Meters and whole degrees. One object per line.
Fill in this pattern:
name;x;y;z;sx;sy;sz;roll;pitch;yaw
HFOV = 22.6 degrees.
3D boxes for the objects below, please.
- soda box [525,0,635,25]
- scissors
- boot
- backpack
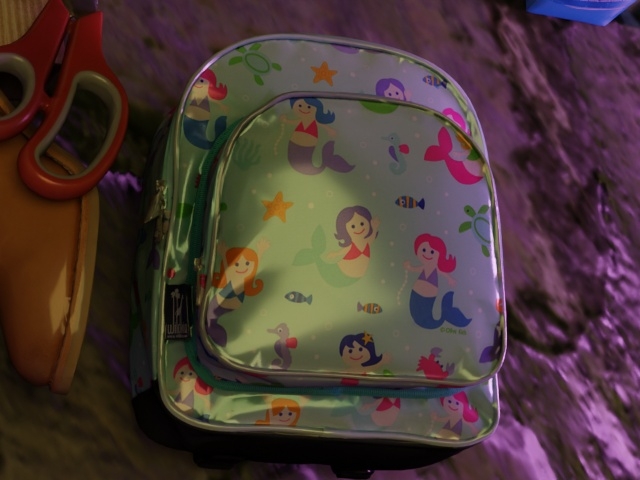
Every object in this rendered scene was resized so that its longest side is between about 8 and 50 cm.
soda box;0.209;-0.218;1.071;0.067;0.210;0.071;7;73;-16
scissors;-0.142;-0.140;0.982;0.109;0.021;0.297;27;45;-8
boot;-0.249;-0.039;0.923;0.220;0.109;0.283;-2;71;-25
backpack;0.000;0.000;0.967;0.225;0.191;0.253;6;69;-15
